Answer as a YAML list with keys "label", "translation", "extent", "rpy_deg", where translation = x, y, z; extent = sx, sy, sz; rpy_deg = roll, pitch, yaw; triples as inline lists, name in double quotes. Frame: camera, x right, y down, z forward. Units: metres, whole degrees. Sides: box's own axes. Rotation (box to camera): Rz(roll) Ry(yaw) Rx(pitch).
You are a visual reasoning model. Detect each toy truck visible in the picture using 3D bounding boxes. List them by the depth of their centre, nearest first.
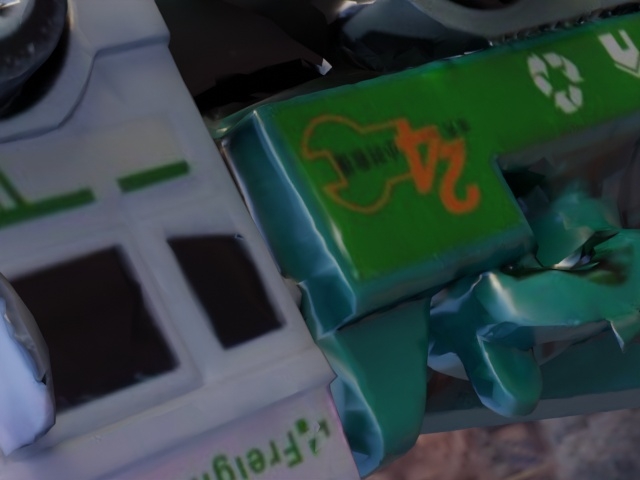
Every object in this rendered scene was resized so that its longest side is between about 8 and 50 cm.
- label: "toy truck"
  translation: [-0.005, -0.006, 0.508]
  extent: [0.176, 0.363, 0.178]
  rpy_deg: [-38, 73, 43]
